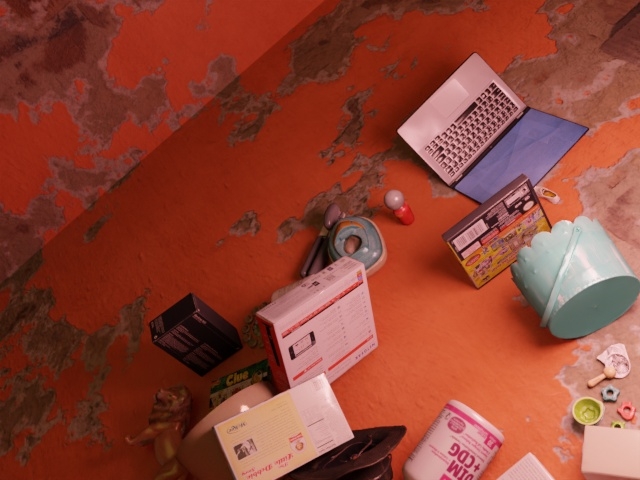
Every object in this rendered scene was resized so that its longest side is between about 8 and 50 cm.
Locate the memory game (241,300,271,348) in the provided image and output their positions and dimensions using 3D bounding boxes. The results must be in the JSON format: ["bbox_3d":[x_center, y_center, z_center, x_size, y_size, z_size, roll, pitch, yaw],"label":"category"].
[{"bbox_3d":[-0.194,0.285,2.284,0.186,0.012,0.186,-20,46,22],"label":"memory game"}]

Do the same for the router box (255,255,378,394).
[{"bbox_3d":[0.001,0.253,1.868,0.335,0.301,0.082,-31,34,-32],"label":"router box"}]

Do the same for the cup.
[{"bbox_3d":[-0.195,0.588,1.851,0.331,0.331,0.237,-43,69,-2],"label":"cup"}]

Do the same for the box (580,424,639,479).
[{"bbox_3d":[0.704,0.470,1.412,0.275,0.094,0.113,-3,54,35],"label":"box"}]

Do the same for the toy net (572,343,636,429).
[{"bbox_3d":[0.683,0.340,1.570,0.122,0.045,0.232,10,62,41],"label":"toy net"}]

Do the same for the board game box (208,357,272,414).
[{"bbox_3d":[-0.255,0.476,2.125,0.259,0.030,0.136,-28,43,30],"label":"board game box"}]

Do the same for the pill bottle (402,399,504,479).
[{"bbox_3d":[0.298,0.540,1.603,0.160,0.160,0.283,27,75,46],"label":"pill bottle"}]

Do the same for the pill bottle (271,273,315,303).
[{"bbox_3d":[-0.033,0.182,2.155,0.229,0.131,0.131,-24,45,22],"label":"pill bottle"}]

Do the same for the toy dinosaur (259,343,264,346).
[{"bbox_3d":[-0.053,0.301,2.097,0.295,0.127,0.200,-19,34,46],"label":"toy dinosaur"}]

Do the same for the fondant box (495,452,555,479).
[{"bbox_3d":[0.419,0.667,1.459,0.330,0.096,0.238,-41,42,2],"label":"fondant box"}]

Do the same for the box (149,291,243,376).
[{"bbox_3d":[-0.412,0.317,2.233,0.184,0.261,0.103,-34,43,8],"label":"box"}]

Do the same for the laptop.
[{"bbox_3d":[0.532,-0.349,2.114,0.382,0.408,0.236,-45,5,-5],"label":"laptop"}]

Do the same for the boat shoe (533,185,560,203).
[{"bbox_3d":[0.666,-0.142,1.987,0.035,0.035,0.100,-44,43,-2],"label":"boat shoe"}]

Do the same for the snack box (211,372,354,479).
[{"bbox_3d":[-0.096,0.495,1.726,0.321,0.060,0.187,-22,79,-19],"label":"snack box"}]

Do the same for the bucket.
[{"bbox_3d":[0.628,0.100,1.653,0.281,0.281,0.183,-32,48,11],"label":"bucket"}]

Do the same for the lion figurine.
[{"bbox_3d":[-0.482,0.662,2.119,0.240,0.142,0.392,-27,58,5],"label":"lion figurine"}]

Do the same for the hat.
[{"bbox_3d":[0.092,0.592,1.719,0.331,0.134,0.331,-24,0,0],"label":"hat"}]

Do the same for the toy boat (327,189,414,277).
[{"bbox_3d":[0.157,-0.032,2.187,0.318,0.148,0.267,-38,42,5],"label":"toy boat"}]

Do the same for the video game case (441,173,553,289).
[{"bbox_3d":[0.495,-0.019,1.852,0.275,0.248,0.035,-38,40,4],"label":"video game case"}]

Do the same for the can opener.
[{"bbox_3d":[0.000,0.000,2.315,0.076,0.095,0.284,5,59,40],"label":"can opener"}]
